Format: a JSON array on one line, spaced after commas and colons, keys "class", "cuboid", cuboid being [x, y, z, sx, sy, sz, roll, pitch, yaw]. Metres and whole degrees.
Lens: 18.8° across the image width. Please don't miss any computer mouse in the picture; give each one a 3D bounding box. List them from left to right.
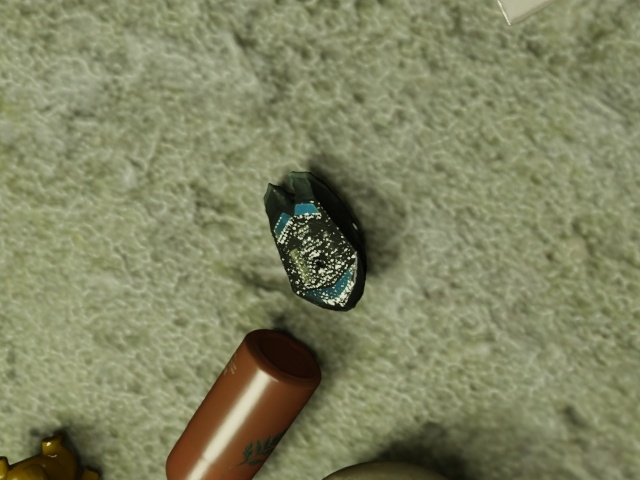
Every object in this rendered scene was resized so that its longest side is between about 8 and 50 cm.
[{"class": "computer mouse", "cuboid": [0.000, 0.000, 1.713, 0.079, 0.047, 0.135, -32, 85, 30]}]

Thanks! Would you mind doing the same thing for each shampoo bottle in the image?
[{"class": "shampoo bottle", "cuboid": [-0.089, 0.194, 1.788, 0.085, 0.085, 0.244, 34, 116, 4]}]

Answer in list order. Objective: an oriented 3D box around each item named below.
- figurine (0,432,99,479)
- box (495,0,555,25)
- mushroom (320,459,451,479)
[{"class": "figurine", "cuboid": [-0.250, 0.282, 1.847, 0.121, 0.122, 0.176, -23, 113, -15]}, {"class": "box", "cuboid": [0.208, -0.318, 1.511, 0.251, 0.106, 0.203, -28, 96, 22]}, {"class": "mushroom", "cuboid": [0.056, 0.309, 1.708, 0.207, 0.215, 0.207, 4, 115, 10]}]
